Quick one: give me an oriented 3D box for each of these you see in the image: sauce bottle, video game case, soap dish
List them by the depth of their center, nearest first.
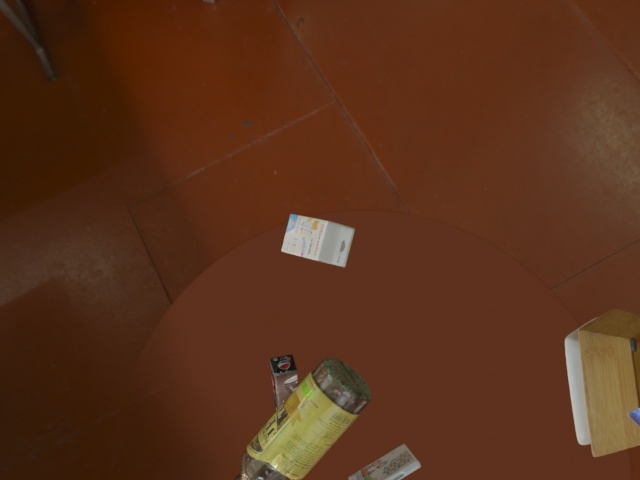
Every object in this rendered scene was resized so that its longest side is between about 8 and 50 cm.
[{"bbox_3d":[-0.059,0.356,1.036,0.111,0.111,0.344,42,97,16],"label":"sauce bottle"},{"bbox_3d":[0.577,0.261,1.176,0.118,0.291,0.228,-8,88,38],"label":"soap dish"},{"bbox_3d":[0.127,0.474,1.244,0.143,0.157,0.019,-30,84,-5],"label":"video game case"}]

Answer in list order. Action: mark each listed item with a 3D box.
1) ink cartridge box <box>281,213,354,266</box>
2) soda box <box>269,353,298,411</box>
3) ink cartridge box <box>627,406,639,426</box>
[{"bbox_3d":[0.000,0.000,1.353,0.143,0.090,0.092,12,88,46],"label":"ink cartridge box"},{"bbox_3d":[-0.088,0.358,1.505,0.060,0.168,0.053,-10,42,-11],"label":"soda box"},{"bbox_3d":[0.575,0.209,0.746,0.165,0.065,0.332,44,122,1],"label":"ink cartridge box"}]
